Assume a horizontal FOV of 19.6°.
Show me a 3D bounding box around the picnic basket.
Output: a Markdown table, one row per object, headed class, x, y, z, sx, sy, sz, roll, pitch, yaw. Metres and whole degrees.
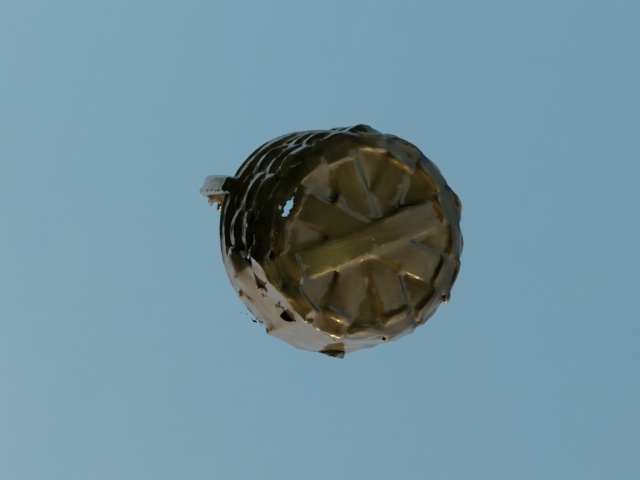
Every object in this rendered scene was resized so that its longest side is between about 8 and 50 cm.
| class | x | y | z | sx | sy | sz | roll | pitch | yaw |
| --- | --- | --- | --- | --- | --- | --- | --- | --- | --- |
| picnic basket | 0.000 | 0.000 | 0.545 | 0.083 | 0.072 | 0.072 | -174 | -83 | -70 |
